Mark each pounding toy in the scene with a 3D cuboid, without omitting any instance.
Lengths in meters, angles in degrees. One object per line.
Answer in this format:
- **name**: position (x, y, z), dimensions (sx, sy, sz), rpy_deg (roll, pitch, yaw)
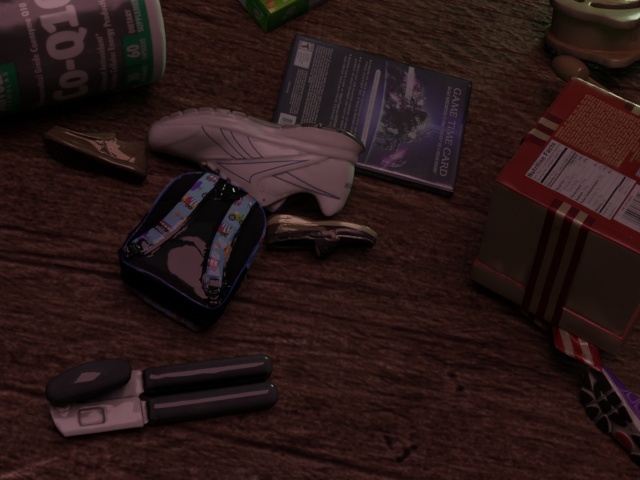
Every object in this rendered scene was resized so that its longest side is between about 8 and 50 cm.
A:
- **pounding toy**: position (0.429, -0.303, 1.884), dimensions (0.269, 0.155, 0.154), rpy_deg (-22, 41, -30)

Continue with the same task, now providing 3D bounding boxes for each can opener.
- **can opener**: position (-0.191, 0.181, 1.504), dimensions (0.283, 0.095, 0.076), rpy_deg (-6, 66, -14)

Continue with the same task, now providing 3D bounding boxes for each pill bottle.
- **pill bottle**: position (-0.403, -0.271, 1.630), dimensions (0.361, 0.204, 0.204), rpy_deg (-16, 68, -17)

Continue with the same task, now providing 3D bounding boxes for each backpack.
- **backpack**: position (-0.159, 0.006, 1.586), dimensions (0.158, 0.117, 0.173), rpy_deg (28, 63, 4)

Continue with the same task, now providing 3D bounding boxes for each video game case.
- **video game case**: position (0.074, -0.182, 1.779), dimensions (0.274, 0.026, 0.196), rpy_deg (15, 62, -4)

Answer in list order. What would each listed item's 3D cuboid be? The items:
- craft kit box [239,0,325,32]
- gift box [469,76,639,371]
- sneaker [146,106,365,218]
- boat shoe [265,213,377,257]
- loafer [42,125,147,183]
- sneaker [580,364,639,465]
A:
- **craft kit box**: position (-0.055, -0.468, 1.881), dimensions (0.250, 0.061, 0.247), rpy_deg (-32, 71, -23)
- **gift box**: position (0.366, -0.007, 1.612), dimensions (0.276, 0.258, 0.255), rpy_deg (34, 61, 19)
- **sneaker**: position (-0.094, -0.106, 1.663), dimensions (0.297, 0.111, 0.129), rpy_deg (10, 89, 7)
- **boat shoe**: position (0.000, 0.000, 1.660), dimensions (0.152, 0.056, 0.049), rpy_deg (6, 67, 3)
- **loafer**: position (-0.301, -0.122, 1.661), dimensions (0.148, 0.056, 0.050), rpy_deg (21, 61, -11)
- **sneaker**: position (0.412, 0.231, 1.626), dimensions (0.170, 0.068, 0.071), rpy_deg (50, 50, 5)
